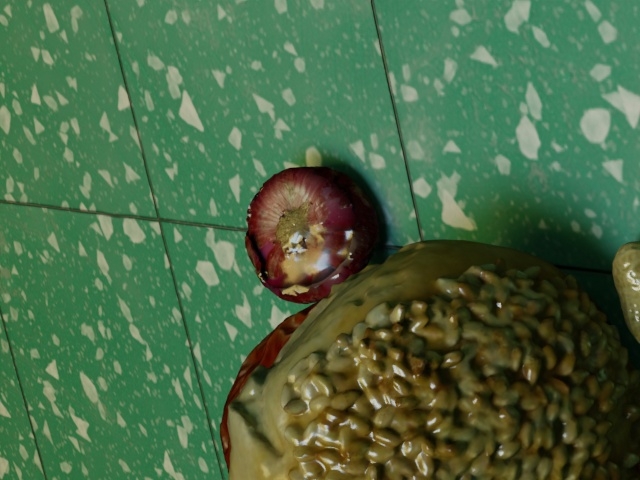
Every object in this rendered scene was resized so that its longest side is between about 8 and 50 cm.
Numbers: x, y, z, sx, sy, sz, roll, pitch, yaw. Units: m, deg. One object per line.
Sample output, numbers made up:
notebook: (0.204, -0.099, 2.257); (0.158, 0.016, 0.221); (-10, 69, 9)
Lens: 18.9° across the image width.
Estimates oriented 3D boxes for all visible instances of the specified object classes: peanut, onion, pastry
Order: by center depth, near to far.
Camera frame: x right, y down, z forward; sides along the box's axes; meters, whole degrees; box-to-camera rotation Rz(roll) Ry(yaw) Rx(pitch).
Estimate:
peanut: (0.294, 0.054, 1.716); (0.054, 0.054, 0.113); (-9, 104, 55)
pastry: (0.116, 0.196, 1.732); (0.245, 0.409, 0.410); (7, 115, 67)
onion: (0.000, 0.000, 2.049); (0.150, 0.140, 0.150); (-7, 73, 23)

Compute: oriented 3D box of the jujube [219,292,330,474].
jujube: (0.029, 0.154, 1.997); (0.216, 0.216, 0.342); (57, 135, 14)
